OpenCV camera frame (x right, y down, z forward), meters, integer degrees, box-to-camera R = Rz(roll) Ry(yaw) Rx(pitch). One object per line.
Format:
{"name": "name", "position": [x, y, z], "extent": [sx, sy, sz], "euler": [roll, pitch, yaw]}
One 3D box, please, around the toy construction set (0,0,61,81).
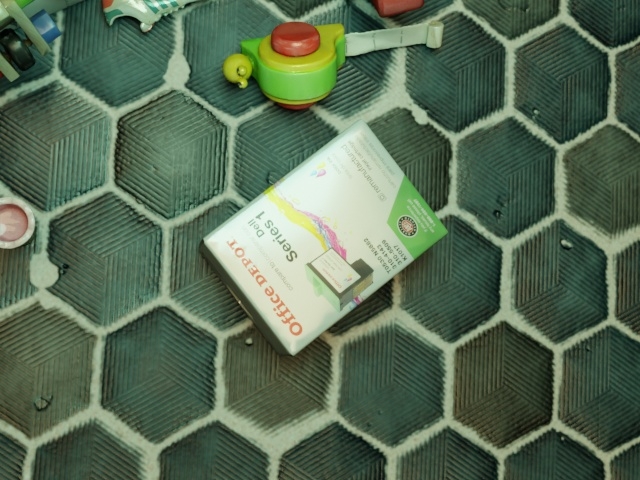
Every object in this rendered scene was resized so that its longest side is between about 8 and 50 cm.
{"name": "toy construction set", "position": [-0.384, -0.324, 1.125], "extent": [0.308, 0.237, 0.258], "euler": [-10, 90, -11]}

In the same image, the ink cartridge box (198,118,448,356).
{"name": "ink cartridge box", "position": [0.000, 0.000, 1.337], "extent": [0.278, 0.117, 0.201], "euler": [-38, 92, -10]}

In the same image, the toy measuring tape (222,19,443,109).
{"name": "toy measuring tape", "position": [0.028, -0.251, 1.363], "extent": [0.330, 0.121, 0.121], "euler": [-8, 86, -10]}

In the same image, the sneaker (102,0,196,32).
{"name": "sneaker", "position": [-0.229, -0.332, 1.368], "extent": [0.161, 0.057, 0.075], "euler": [-1, 102, -11]}

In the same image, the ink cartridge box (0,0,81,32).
{"name": "ink cartridge box", "position": [-0.467, -0.379, 1.294], "extent": [0.272, 0.115, 0.198], "euler": [-25, 90, -11]}

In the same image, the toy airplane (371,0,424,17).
{"name": "toy airplane", "position": [0.059, -0.549, 1.316], "extent": [0.384, 0.272, 0.386], "euler": [33, 86, 3]}

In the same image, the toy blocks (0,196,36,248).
{"name": "toy blocks", "position": [-0.551, -0.042, 1.175], "extent": [0.288, 0.260, 0.309], "euler": [-42, 93, -10]}
